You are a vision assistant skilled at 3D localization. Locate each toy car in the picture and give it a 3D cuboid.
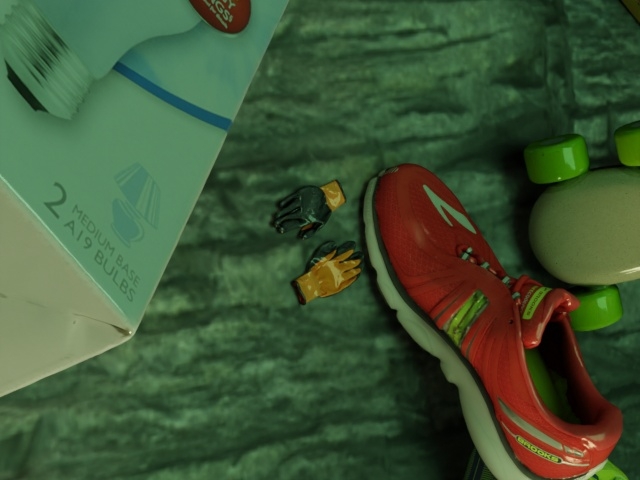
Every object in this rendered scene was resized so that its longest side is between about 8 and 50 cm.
[{"bbox_3d":[0.260,-0.030,1.640,0.188,0.149,0.155,-40,118,-67],"label":"toy car"}]

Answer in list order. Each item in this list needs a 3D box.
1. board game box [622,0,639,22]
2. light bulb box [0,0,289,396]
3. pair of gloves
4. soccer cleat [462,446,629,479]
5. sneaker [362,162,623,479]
[{"bbox_3d":[0.300,-0.332,1.720,0.316,0.064,0.242,44,59,-29],"label":"board game box"},{"bbox_3d":[-0.228,-0.150,1.073,0.358,0.225,0.361,50,36,-25],"label":"light bulb box"},{"bbox_3d":[0.000,0.000,1.461,0.074,0.010,0.083,-27,102,-39],"label":"pair of gloves"},{"bbox_3d":[0.227,0.215,1.580,0.289,0.093,0.121,12,75,-39],"label":"soccer cleat"},{"bbox_3d":[0.138,0.051,1.477,0.107,0.118,0.279,-25,79,-42],"label":"sneaker"}]
